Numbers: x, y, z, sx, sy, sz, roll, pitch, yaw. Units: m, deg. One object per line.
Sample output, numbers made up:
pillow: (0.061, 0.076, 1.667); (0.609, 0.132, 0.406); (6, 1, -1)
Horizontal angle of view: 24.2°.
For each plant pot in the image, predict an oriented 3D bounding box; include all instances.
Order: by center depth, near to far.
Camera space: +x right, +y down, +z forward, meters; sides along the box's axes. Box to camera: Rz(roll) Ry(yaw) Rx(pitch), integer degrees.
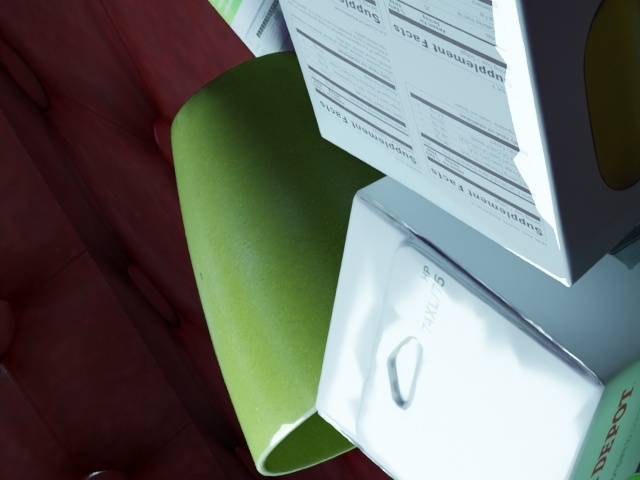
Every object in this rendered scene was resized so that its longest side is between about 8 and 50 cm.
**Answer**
plant pot: (0.000, 0.000, 1.244); (0.293, 0.275, 0.275); (59, 165, 17)

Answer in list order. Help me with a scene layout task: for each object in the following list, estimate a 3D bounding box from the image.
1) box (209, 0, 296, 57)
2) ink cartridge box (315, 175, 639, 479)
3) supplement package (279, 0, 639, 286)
box: (0.016, -0.175, 1.306); (0.322, 0.058, 0.232); (49, 162, 0)
ink cartridge box: (0.166, 0.043, 0.962); (0.197, 0.270, 0.198); (39, 139, 29)
supplement package: (0.103, -0.161, 0.754); (0.198, 0.199, 0.263); (34, 156, 37)
